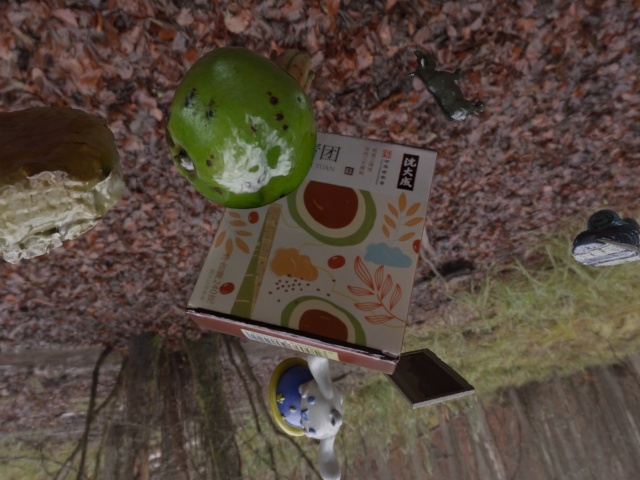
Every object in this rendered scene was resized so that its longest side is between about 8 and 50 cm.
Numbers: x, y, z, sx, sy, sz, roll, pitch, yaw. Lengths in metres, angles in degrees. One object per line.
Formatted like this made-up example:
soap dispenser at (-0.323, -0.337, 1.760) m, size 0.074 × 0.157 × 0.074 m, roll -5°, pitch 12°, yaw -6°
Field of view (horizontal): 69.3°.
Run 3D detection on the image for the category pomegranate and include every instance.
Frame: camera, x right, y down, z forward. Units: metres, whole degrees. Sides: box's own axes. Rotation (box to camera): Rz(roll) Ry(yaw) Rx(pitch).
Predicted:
pomegranate at (-0.095, -0.187, 0.707) m, size 0.235 × 0.302 × 0.236 m, roll 23°, pitch 142°, yaw 19°

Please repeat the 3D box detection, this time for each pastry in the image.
pastry at (-0.380, -0.077, 0.587) m, size 0.257 × 0.235 × 0.121 m, roll -33°, pitch 139°, yaw -33°

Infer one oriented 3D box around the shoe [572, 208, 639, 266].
shoe at (0.368, -0.004, 0.590) m, size 0.142 × 0.071 × 0.063 m, roll -1°, pitch 163°, yaw -38°

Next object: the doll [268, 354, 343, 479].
doll at (-0.011, 0.426, 1.150) m, size 0.242 × 0.311 × 0.159 m, roll -24°, pitch 164°, yaw 38°

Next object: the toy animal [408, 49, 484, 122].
toy animal at (0.179, -0.232, 0.688) m, size 0.065 × 0.136 × 0.047 m, roll -26°, pitch 171°, yaw -36°

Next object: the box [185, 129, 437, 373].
box at (0.000, 0.000, 0.822) m, size 0.344 × 0.386 × 0.122 m, roll 11°, pitch 156°, yaw 10°

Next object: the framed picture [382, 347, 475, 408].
framed picture at (0.290, 0.388, 1.338) m, size 0.192 × 0.018 × 0.265 m, roll -7°, pitch -167°, yaw -16°
